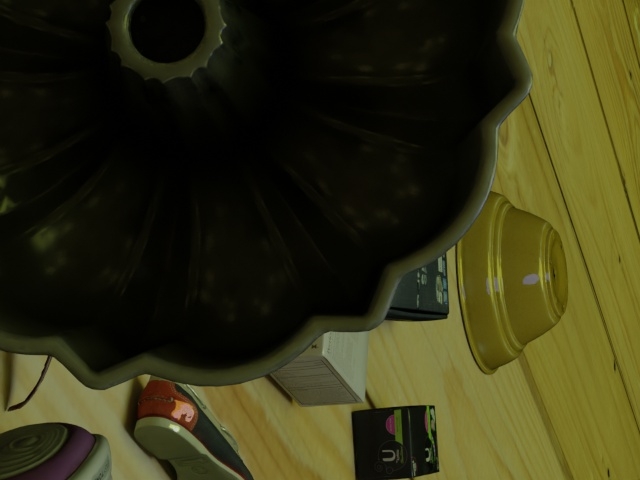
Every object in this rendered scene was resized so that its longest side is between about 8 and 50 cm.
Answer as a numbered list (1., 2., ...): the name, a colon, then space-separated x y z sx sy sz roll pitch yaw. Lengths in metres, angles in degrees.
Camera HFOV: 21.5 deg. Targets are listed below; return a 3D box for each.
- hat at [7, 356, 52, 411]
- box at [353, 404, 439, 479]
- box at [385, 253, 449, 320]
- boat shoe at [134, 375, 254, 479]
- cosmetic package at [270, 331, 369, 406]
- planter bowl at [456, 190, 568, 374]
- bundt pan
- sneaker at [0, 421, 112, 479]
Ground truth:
1. hat: -0.107 -0.057 0.887 0.208 0.173 0.183 63 35 -23
2. box: 0.067 0.175 1.462 0.083 0.052 0.062 11 74 -69
3. box: 0.059 -0.046 1.488 0.183 0.059 0.233 13 73 -68
4. boat shoe: -0.077 0.132 1.085 0.137 0.049 0.043 54 34 -47
5. cosmetic package: 0.000 0.000 1.309 0.099 0.060 0.239 56 34 -57
6. planter bowl: 0.223 0.040 1.880 0.217 0.090 0.217 -5 90 -70
7. bundt pan: -0.066 -0.088 0.810 0.124 0.331 0.331 65 22 -81
8. sneaker: -0.153 0.202 0.750 0.305 0.114 0.152 -50 131 -64
